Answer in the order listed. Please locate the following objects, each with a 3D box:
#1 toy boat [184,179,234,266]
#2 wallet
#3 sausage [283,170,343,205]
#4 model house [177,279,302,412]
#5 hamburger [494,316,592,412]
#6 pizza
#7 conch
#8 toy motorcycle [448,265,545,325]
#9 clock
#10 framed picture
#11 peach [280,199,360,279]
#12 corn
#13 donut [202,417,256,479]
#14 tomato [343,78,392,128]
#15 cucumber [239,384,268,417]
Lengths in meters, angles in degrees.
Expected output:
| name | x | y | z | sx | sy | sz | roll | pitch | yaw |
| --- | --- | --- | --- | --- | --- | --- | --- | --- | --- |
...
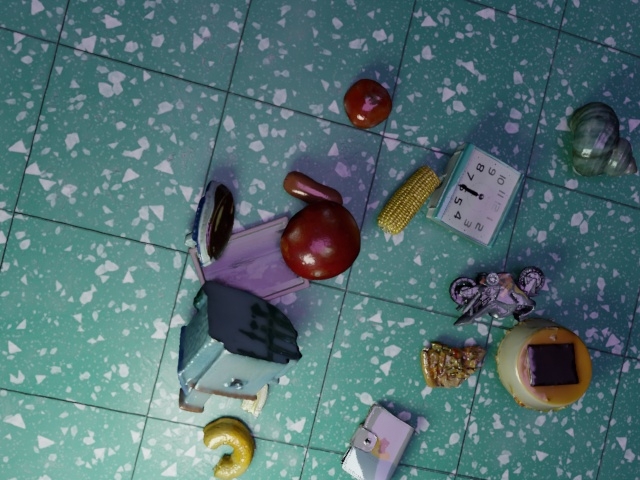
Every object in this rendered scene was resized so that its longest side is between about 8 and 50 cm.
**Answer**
| name | x | y | z | sx | sy | sz | roll | pitch | yaw |
| --- | --- | --- | --- | --- | --- | --- | --- | --- | --- |
| toy boat | -0.328 | -0.052 | 1.427 | 0.115 | 0.114 | 0.262 | 6 | 76 | 29 |
| wallet | 0.176 | 0.642 | 1.522 | 0.170 | 0.069 | 0.231 | 29 | 83 | 10 |
| sausage | -0.021 | -0.145 | 1.485 | 0.194 | 0.077 | 0.077 | 25 | 87 | -8 |
| model house | -0.271 | 0.342 | 1.403 | 0.294 | 0.252 | 0.329 | 22 | 116 | -31 |
| hamburger | 0.693 | 0.389 | 1.537 | 0.275 | 0.179 | 0.295 | -4 | 82 | -7 |
| pizza | 0.424 | 0.400 | 1.554 | 0.226 | 0.069 | 0.147 | 6 | 88 | -8 |
| conch | 0.895 | -0.307 | 1.570 | 0.220 | 0.195 | 0.277 | -28 | 67 | -34 |
| toy motorcycle | 0.560 | 0.180 | 1.540 | 0.306 | 0.108 | 0.174 | -10 | 89 | 2 |
| clock | 0.479 | -0.139 | 1.541 | 0.231 | 0.116 | 0.263 | 26 | 88 | -12 |
| framed picture | -0.212 | 0.083 | 1.485 | 0.314 | 0.024 | 0.232 | -20 | 92 | -8 |
| peach | 0.000 | 0.000 | 1.412 | 0.243 | 0.199 | 0.244 | -12 | 111 | -32 |
| corn | 0.272 | -0.126 | 1.515 | 0.093 | 0.093 | 0.244 | 40 | 82 | -6 |
| donut | -0.269 | 0.623 | 1.457 | 0.145 | 0.078 | 0.182 | -12 | 94 | -5 |
| tomato | 0.149 | -0.429 | 1.507 | 0.155 | 0.069 | 0.156 | 0 | 90 | -8 |
| cucumber | -0.194 | 0.471 | 1.485 | 0.067 | 0.035 | 0.108 | 26 | 82 | 4 |
